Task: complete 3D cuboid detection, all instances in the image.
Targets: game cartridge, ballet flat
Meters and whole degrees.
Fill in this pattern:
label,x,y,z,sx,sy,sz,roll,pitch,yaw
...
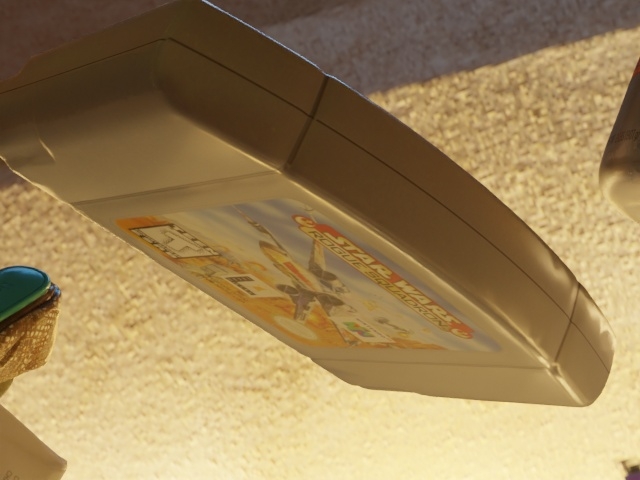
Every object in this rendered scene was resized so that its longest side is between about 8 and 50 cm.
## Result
label,x,y,z,sx,sy,sz,roll,pitch,yaw
game cartridge,0.000,0.000,0.579,0.198,0.297,0.062,1,-119,54
ballet flat,-0.215,0.082,0.636,0.073,0.067,0.206,20,-148,32

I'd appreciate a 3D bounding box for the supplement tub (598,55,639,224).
label,x,y,z,sx,sy,sz,roll,pitch,yaw
supplement tub,0.323,-0.151,0.743,0.207,0.207,0.338,17,-97,41

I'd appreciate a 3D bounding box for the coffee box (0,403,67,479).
label,x,y,z,sx,sy,sz,roll,pitch,yaw
coffee box,-0.472,0.193,0.892,0.334,0.338,0.337,0,-130,44
